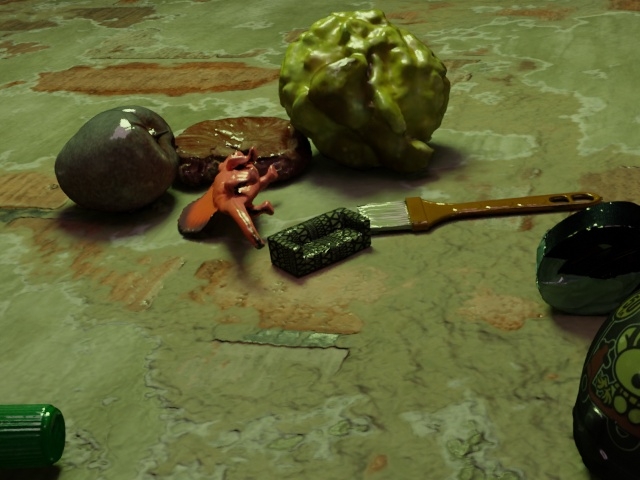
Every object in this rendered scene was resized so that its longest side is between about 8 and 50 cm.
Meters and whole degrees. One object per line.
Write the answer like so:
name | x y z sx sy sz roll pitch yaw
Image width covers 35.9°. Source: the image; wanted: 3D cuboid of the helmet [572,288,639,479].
helmet | 0.338 0.102 0.781 0.278 0.161 0.230 -13 25 -12

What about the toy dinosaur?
toy dinosaur | -0.132 -0.041 1.261 0.139 0.070 0.286 -24 26 11

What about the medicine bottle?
medicine bottle | -0.380 0.177 0.865 0.308 0.076 0.111 -4 32 4

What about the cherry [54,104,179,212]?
cherry | -0.278 -0.106 1.356 0.176 0.140 0.176 -31 16 9

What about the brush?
brush | 0.204 -0.042 1.262 0.314 0.017 0.090 -4 26 1

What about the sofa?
sofa | 0.000 0.000 1.189 0.118 0.039 0.060 -23 32 -31

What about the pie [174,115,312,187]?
pie | -0.123 -0.135 1.472 0.218 0.054 0.204 -7 27 -3

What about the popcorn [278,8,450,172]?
popcorn | 0.068 -0.201 1.415 0.236 0.206 0.252 6 45 -36

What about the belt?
belt | 0.286 0.019 1.011 0.140 0.105 0.058 -23 23 25
